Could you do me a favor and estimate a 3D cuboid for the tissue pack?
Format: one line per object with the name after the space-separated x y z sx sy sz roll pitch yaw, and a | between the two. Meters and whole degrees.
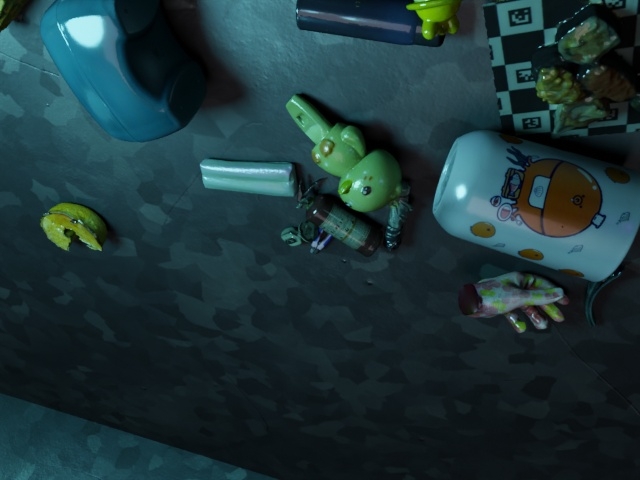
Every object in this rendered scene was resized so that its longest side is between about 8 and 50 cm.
-0.360 -0.325 1.106 0.206 0.198 0.287 -7 135 23 | tissue pack

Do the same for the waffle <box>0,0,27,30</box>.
-0.580 -0.426 1.104 0.211 0.160 0.055 -28 122 39 | waffle

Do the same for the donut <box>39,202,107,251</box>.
-0.651 -0.040 1.618 0.181 0.078 0.146 0 135 29 | donut

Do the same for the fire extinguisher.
0.038 -0.059 1.361 0.231 0.071 0.099 33 111 -15 | fire extinguisher

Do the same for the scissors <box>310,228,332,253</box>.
0.000 0.000 1.473 0.039 0.012 0.113 26 138 -9 | scissors

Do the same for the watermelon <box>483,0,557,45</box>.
0.377 -0.358 0.921 0.245 0.063 0.119 -9 122 34 | watermelon

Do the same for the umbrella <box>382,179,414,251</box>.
0.171 -0.054 1.334 0.050 0.046 0.188 -1 136 -6 | umbrella

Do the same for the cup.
0.378 -0.071 1.115 0.317 0.212 0.212 17 139 3 | cup

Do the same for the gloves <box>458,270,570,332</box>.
0.446 0.129 1.385 0.241 0.126 0.145 -5 136 -17 | gloves

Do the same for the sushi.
0.451 -0.243 0.941 0.359 0.064 0.343 -3 151 22 | sushi

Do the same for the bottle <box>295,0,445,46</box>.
0.084 -0.364 1.004 0.244 0.072 0.082 11 174 9 | bottle

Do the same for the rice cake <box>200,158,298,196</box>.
-0.160 -0.142 1.355 0.222 0.042 0.080 6 139 14 | rice cake

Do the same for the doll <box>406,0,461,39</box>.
0.165 -0.415 0.875 0.099 0.135 0.241 8 123 31 | doll

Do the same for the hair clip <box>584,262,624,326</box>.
0.618 0.122 1.376 0.070 0.039 0.229 6 142 14 | hair clip

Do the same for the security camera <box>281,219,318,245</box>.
-0.054 -0.010 1.458 0.058 0.058 0.092 37 144 -21 | security camera

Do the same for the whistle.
0.042 -0.156 1.199 0.294 0.141 0.141 33 137 -15 | whistle
